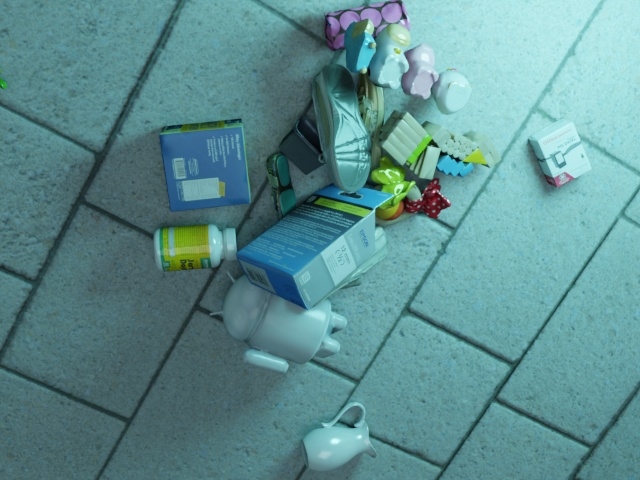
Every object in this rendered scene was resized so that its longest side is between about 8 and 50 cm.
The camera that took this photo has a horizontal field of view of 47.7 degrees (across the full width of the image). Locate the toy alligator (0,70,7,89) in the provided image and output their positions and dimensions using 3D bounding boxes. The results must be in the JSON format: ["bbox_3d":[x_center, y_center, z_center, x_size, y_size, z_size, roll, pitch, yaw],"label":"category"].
[{"bbox_3d":[-0.836,-0.426,1.733,0.190,0.056,0.051,44,138,-17],"label":"toy alligator"}]

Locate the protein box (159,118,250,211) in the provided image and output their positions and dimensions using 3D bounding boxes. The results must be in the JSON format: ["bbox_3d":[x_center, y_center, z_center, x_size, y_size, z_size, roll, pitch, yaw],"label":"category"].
[{"bbox_3d":[-0.286,-0.192,1.827,0.201,0.136,0.199,-7,108,-5],"label":"protein box"}]

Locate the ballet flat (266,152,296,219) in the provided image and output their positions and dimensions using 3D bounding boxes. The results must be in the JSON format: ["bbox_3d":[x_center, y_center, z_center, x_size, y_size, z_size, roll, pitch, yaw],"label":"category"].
[{"bbox_3d":[-0.106,-0.138,1.909,0.070,0.070,0.188,-7,104,-5],"label":"ballet flat"}]

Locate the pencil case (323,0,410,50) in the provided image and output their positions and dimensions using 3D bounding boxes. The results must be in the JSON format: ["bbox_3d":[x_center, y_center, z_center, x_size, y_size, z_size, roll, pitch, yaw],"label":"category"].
[{"bbox_3d":[0.113,-0.540,1.795,0.210,0.095,0.098,-13,87,-5],"label":"pencil case"}]

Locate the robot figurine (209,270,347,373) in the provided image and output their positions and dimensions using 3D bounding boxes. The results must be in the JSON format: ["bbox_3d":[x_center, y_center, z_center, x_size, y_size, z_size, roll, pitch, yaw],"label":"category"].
[{"bbox_3d":[-0.111,0.205,1.940,0.354,0.200,0.299,24,63,-13],"label":"robot figurine"}]

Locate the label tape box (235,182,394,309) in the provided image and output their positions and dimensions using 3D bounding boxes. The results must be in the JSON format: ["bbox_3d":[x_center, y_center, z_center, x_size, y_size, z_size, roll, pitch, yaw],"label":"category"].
[{"bbox_3d":[0.000,0.000,1.805,0.348,0.249,0.115,-38,122,-26],"label":"label tape box"}]

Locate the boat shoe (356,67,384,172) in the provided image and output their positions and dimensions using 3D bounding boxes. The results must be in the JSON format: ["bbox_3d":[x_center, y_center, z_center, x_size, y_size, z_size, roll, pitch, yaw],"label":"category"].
[{"bbox_3d":[0.110,-0.307,1.857,0.089,0.104,0.285,-5,109,-9],"label":"boat shoe"}]

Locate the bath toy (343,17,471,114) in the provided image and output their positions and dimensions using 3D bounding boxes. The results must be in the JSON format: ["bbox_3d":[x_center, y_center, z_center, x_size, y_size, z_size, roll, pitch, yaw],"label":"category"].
[{"bbox_3d":[0.221,-0.427,1.782,0.348,0.129,0.151,18,108,-30],"label":"bath toy"}]

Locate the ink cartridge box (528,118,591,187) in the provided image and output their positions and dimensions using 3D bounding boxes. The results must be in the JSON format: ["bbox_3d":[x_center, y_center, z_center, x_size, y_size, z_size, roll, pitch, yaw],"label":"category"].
[{"bbox_3d":[0.651,-0.238,1.967,0.109,0.063,0.150,-29,109,3],"label":"ink cartridge box"}]

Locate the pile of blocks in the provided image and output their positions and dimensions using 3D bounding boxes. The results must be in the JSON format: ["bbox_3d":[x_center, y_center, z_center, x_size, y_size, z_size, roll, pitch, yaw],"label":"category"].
[{"bbox_3d":[0.292,-0.238,1.881,0.362,0.113,0.148,10,105,-27],"label":"pile of blocks"}]

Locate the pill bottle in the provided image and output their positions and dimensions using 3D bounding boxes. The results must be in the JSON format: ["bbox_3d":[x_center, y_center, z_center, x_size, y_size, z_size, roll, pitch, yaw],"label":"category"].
[{"bbox_3d":[-0.325,0.017,1.898,0.209,0.117,0.117,-4,108,-6],"label":"pill bottle"}]

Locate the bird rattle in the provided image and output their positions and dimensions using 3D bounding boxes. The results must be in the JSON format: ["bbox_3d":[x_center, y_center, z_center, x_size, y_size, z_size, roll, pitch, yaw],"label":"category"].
[{"bbox_3d":[0.207,-0.114,1.922,0.207,0.143,0.254,-33,150,30],"label":"bird rattle"}]

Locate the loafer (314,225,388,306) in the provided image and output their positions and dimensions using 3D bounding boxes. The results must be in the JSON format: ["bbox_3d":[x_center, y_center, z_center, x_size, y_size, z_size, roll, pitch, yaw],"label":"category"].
[{"bbox_3d":[0.070,0.083,1.915,0.319,0.112,0.111,-39,117,-26],"label":"loafer"}]

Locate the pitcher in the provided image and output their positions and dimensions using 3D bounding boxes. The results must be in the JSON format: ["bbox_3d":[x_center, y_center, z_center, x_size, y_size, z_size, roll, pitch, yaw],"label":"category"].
[{"bbox_3d":[0.047,0.579,2.132,0.207,0.125,0.177,-11,88,-15],"label":"pitcher"}]

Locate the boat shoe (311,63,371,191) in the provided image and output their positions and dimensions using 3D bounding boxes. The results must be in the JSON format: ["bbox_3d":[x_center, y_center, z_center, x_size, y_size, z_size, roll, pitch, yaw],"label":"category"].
[{"bbox_3d":[0.042,-0.274,1.807,0.118,0.103,0.320,-11,87,-32],"label":"boat shoe"}]

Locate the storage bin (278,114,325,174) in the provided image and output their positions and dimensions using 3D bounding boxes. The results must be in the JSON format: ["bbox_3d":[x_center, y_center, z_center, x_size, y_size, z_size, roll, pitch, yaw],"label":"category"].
[{"bbox_3d":[-0.038,-0.243,1.873,0.091,0.098,0.135,-34,111,33],"label":"storage bin"}]
